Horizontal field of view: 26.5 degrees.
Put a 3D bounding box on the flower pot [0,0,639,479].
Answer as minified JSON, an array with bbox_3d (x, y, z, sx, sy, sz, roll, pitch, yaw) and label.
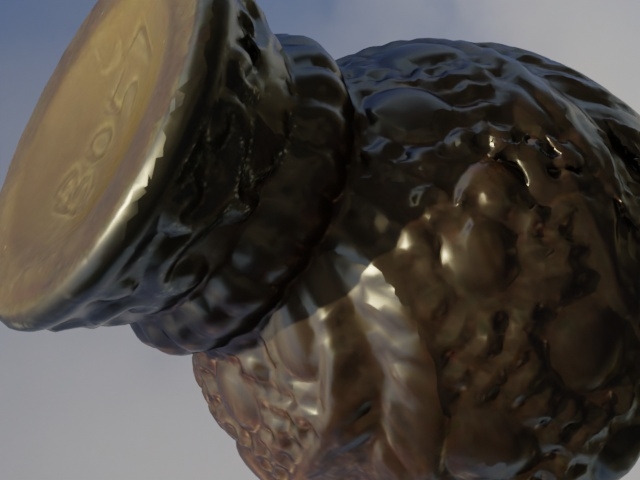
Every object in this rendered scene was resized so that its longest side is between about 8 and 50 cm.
[{"bbox_3d":[0.000,0.000,0.658,0.267,0.266,0.266,24,-114,-27],"label":"flower pot"}]
